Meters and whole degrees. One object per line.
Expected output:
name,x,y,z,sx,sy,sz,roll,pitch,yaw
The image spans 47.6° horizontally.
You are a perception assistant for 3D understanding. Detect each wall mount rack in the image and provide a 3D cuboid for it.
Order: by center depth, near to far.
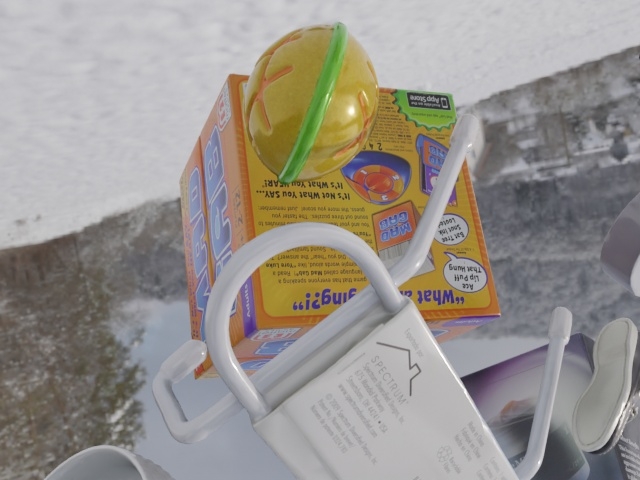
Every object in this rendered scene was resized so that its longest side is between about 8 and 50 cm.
wall mount rack,0.068,0.090,0.513,0.304,0.350,0.130,-37,-154,-9

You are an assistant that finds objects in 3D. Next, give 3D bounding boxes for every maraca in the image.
maraca,-0.009,-0.108,0.565,0.099,0.127,0.185,22,-166,-10

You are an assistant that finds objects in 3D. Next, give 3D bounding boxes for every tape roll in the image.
tape roll,0.608,-0.006,1.295,0.219,0.219,0.072,-11,-142,-30

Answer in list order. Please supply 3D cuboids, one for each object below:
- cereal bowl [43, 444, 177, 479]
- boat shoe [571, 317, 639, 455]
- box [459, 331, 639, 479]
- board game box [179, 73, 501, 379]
cereal bowl,-0.241,0.411,0.795,0.339,0.338,0.141,-8,145,43
boat shoe,0.222,0.113,0.541,0.046,0.038,0.125,-36,-166,44
box,0.279,0.321,0.950,0.296,0.293,0.183,-30,136,31
board game box,0.000,0.000,1.130,0.357,0.356,0.356,0,160,-23
